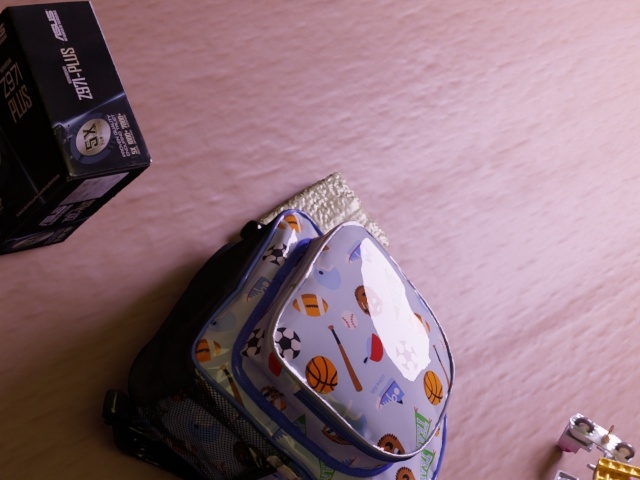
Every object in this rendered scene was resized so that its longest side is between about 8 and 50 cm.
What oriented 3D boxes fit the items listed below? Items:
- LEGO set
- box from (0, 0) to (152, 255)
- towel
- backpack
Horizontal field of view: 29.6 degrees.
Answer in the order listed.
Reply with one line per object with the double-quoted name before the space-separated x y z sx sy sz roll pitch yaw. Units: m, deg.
"LEGO set" 0.239 0.314 1.240 0.132 0.107 0.287 32 50 23
"box" -0.233 -0.088 0.994 0.078 0.180 0.147 -14 79 -40
"towel" 0.000 0.000 1.228 0.148 0.027 0.110 -39 94 -40
"backpack" -0.003 0.129 1.061 0.263 0.213 0.276 53 45 -19
